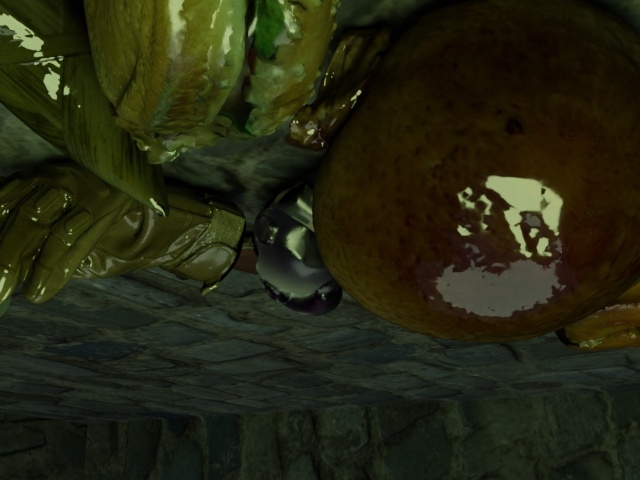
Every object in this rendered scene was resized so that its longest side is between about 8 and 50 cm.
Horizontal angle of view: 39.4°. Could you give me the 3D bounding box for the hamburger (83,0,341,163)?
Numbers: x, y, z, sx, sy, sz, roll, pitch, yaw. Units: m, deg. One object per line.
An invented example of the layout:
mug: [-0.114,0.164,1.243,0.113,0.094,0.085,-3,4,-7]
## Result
hamburger: [-0.050,-0.146,0.431,0.122,0.190,0.215,-5,163,-18]

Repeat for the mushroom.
mushroom: [0.111,-0.052,0.643,0.283,0.263,0.195,26,-159,21]

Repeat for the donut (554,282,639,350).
donut: [0.468,0.109,1.344,0.253,0.118,0.253,0,165,0]

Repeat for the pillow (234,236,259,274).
pillow: [-0.039,0.034,1.225,0.232,0.043,0.126,15,158,-38]

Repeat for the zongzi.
zongzi: [-0.175,-0.118,0.492,0.094,0.204,0.205,-33,152,10]

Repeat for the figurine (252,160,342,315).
figurine: [0.000,0.000,0.972,0.145,0.145,0.222,7,160,-22]

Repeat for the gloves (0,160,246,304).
gloves: [-0.238,-0.013,0.922,0.331,0.141,0.154,1,-169,-38]

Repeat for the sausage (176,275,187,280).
sausage: [-0.202,0.023,1.220,0.028,0.025,0.198,-3,162,1]

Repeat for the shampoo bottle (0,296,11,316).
shampoo bottle: [-0.507,0.066,1.253,0.118,0.087,0.234,1,163,0]
